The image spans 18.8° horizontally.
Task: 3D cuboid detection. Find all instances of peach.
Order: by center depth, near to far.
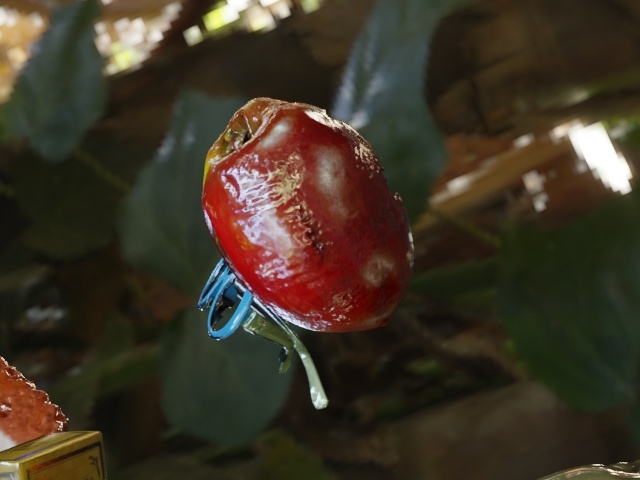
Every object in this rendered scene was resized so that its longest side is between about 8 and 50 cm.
[{"bbox_3d":[-0.005,0.001,1.895,0.159,0.154,0.267,1,125,46],"label":"peach"}]

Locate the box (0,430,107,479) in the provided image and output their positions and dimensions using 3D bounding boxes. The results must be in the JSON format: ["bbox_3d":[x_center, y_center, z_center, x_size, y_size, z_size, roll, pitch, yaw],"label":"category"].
[{"bbox_3d":[-0.294,0.372,2.109,0.193,0.084,0.301,-13,-84,-70],"label":"box"}]

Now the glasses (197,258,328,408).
[{"bbox_3d":[-0.077,0.112,2.297,0.239,0.102,0.206,-133,20,-77],"label":"glasses"}]

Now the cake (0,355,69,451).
[{"bbox_3d":[-0.467,0.351,2.526,0.270,0.319,0.269,30,147,44],"label":"cake"}]

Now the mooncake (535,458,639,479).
[{"bbox_3d":[0.351,0.368,2.147,0.467,0.467,0.262,54,-158,-80],"label":"mooncake"}]
